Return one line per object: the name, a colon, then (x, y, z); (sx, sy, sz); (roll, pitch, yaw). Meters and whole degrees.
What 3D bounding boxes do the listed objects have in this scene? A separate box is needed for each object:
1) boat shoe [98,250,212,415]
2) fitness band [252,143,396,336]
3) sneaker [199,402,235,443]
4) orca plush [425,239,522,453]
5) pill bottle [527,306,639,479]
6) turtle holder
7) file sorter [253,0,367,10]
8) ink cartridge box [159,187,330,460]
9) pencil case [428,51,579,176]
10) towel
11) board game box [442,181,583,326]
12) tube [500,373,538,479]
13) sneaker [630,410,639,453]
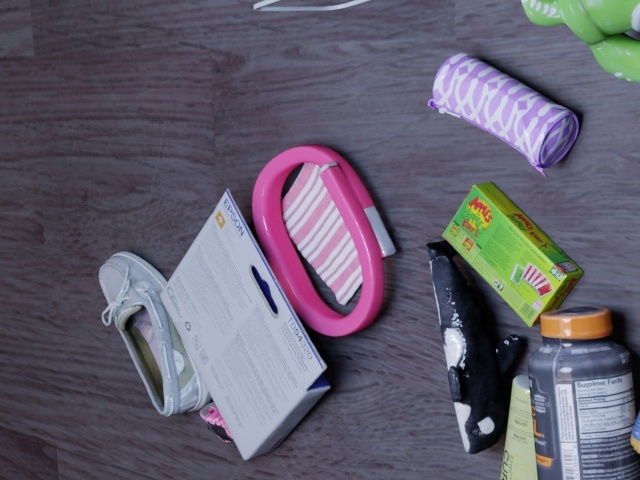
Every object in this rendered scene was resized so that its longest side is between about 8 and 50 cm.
boat shoe: (-0.297, 0.156, 2.242); (0.118, 0.103, 0.320); (-46, 65, 38)
fitness band: (0.000, 0.000, 1.928); (0.209, 0.054, 0.291); (-38, 72, 42)
sneaker: (-0.149, 0.316, 2.175); (0.119, 0.047, 0.057); (28, 137, 38)
orca plush: (0.219, 0.135, 1.764); (0.102, 0.151, 0.287); (-11, 73, 8)
pill bottle: (0.326, 0.207, 1.629); (0.130, 0.130, 0.246); (-2, 94, 44)
turtle holder: (0.343, -0.331, 1.452); (0.227, 0.243, 0.320); (-15, 77, 27)
file sorter: (-0.003, -0.459, 1.798); (0.173, 0.192, 0.278); (-9, 91, 47)
ink cartridge box: (-0.108, 0.132, 2.045); (0.324, 0.071, 0.330); (61, 141, 19)
pencil case: (0.232, -0.167, 1.686); (0.206, 0.086, 0.088); (35, 85, 36)
towel: (0.012, -0.017, 1.966); (0.197, 0.029, 0.144); (52, 129, 25)
board game box: (0.251, 0.017, 1.730); (0.181, 0.043, 0.092); (48, 126, 27)
tube: (0.276, 0.298, 1.745); (0.070, 0.062, 0.240); (-111, 23, -70)
sneaker: (0.466, 0.136, 1.518); (0.131, 0.112, 0.296); (23, 116, 22)
